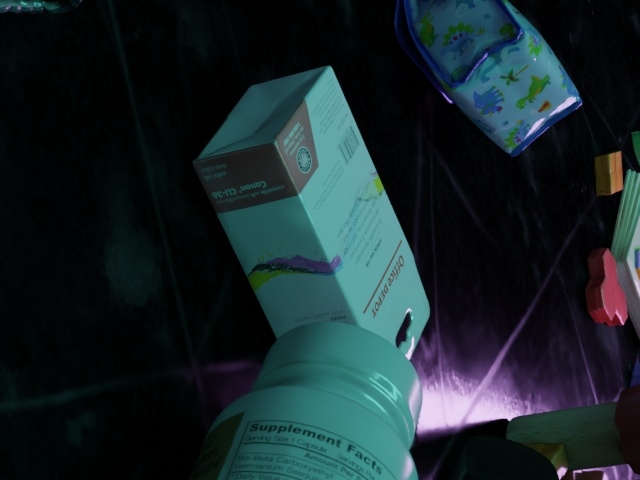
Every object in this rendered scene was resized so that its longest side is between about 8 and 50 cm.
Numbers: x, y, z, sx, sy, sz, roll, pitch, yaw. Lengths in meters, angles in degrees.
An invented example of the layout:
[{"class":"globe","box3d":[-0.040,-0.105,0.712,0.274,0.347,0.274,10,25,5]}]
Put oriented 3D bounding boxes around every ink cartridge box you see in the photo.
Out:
[{"class":"ink cartridge box","box3d":[0.000,0.000,1.188,0.198,0.067,0.115,65,30,-22]}]

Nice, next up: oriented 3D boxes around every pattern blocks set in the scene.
[{"class":"pattern blocks set","box3d":[0.352,0.027,1.926,0.285,0.026,0.325,57,33,-37]}]

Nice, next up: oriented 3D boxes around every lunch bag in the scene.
[{"class":"lunch bag","box3d":[0.126,-0.163,1.478,0.129,0.096,0.151,42,15,-51]}]

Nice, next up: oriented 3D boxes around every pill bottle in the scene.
[{"class":"pill bottle","box3d":[-0.015,0.158,1.024,0.131,0.131,0.229,62,31,-30]}]

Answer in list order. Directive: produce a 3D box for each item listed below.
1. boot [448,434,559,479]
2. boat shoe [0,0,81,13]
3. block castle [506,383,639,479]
[{"class":"boot","box3d":[0.056,0.281,1.036,0.264,0.096,0.280,-77,-176,-73]},{"class":"boat shoe","box3d":[-0.176,-0.162,0.901,0.183,0.065,0.083,-2,80,-64]},{"class":"block castle","box3d":[0.284,0.363,1.449,0.303,0.213,0.453,-48,122,-59]}]
